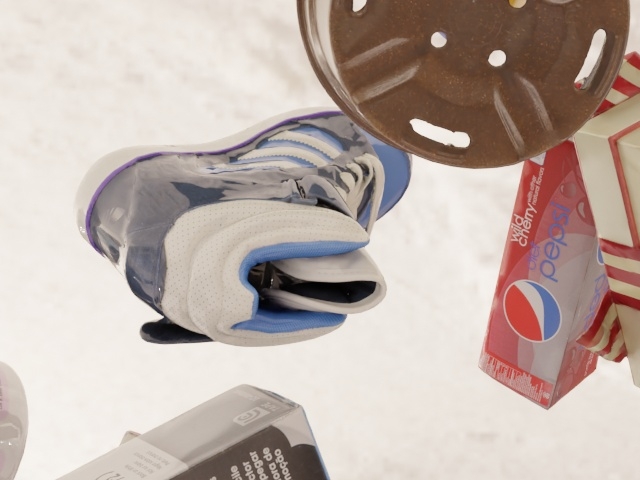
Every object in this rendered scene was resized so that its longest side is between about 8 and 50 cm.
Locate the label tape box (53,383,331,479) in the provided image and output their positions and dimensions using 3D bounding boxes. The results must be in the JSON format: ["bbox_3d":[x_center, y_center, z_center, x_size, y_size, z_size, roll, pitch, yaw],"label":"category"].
[{"bbox_3d":[-0.134,0.286,1.106,0.348,0.249,0.115,-26,-164,-24],"label":"label tape box"}]

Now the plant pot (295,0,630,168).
[{"bbox_3d":[0.067,-0.105,0.752,0.167,0.167,0.165,0,-167,2],"label":"plant pot"}]

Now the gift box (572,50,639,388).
[{"bbox_3d":[0.325,-0.014,1.167,0.276,0.255,0.258,-22,-158,-23],"label":"gift box"}]

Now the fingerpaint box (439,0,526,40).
[{"bbox_3d":[0.033,-0.411,1.229,0.445,0.163,0.371,38,149,14],"label":"fingerpaint box"}]

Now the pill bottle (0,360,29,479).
[{"bbox_3d":[-0.421,0.148,1.425,0.302,0.169,0.169,23,155,-36],"label":"pill bottle"}]

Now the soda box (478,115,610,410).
[{"bbox_3d":[0.216,0.012,1.449,0.083,0.263,0.092,28,-144,27],"label":"soda box"}]

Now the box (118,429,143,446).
[{"bbox_3d":[-0.129,0.312,1.768,0.127,0.148,0.232,19,172,34],"label":"box"}]

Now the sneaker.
[{"bbox_3d":[0.000,0.000,1.235,0.323,0.130,0.236,-10,-151,-38],"label":"sneaker"}]
